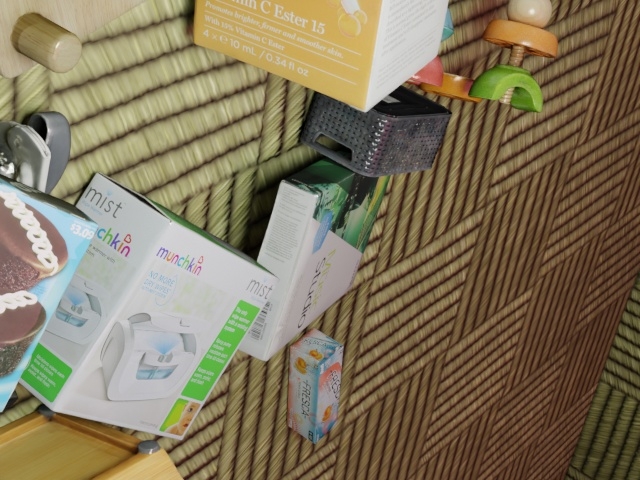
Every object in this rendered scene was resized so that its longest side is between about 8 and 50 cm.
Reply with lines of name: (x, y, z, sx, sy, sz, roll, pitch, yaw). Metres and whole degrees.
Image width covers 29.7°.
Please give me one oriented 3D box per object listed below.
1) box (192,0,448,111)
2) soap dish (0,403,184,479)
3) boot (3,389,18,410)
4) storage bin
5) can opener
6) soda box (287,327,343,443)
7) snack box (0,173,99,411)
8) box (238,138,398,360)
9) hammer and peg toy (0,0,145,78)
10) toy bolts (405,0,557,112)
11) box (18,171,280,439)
box: (0.017, -0.338, 1.180, 0.168, 0.215, 0.345, -42, 148, -47)
soap dish: (-0.310, 0.285, 1.272, 0.291, 0.229, 0.118, -23, 119, -49)
boot: (-0.366, 0.119, 1.173, 0.077, 0.137, 0.198, -14, 167, -47)
storage bin: (0.074, -0.150, 1.576, 0.180, 0.122, 0.084, -11, 126, -55)
can opener: (-0.291, 0.010, 1.180, 0.095, 0.076, 0.283, -22, 135, -49)
soda box: (-0.009, 0.225, 1.863, 0.058, 0.063, 0.183, -37, 145, -37)
snack box: (-0.357, 0.005, 0.958, 0.322, 0.060, 0.187, 25, 94, -38)
box: (0.000, 0.000, 1.590, 0.322, 0.058, 0.232, -38, 149, -64)
hammer and peg toy: (-0.187, -0.333, 0.964, 0.266, 0.127, 0.361, -39, 146, -34)
toy bolts: (0.185, -0.279, 1.636, 0.228, 0.218, 0.158, 11, 95, -27)
box: (-0.201, 0.080, 1.346, 0.231, 0.126, 0.262, -57, 151, -1)
